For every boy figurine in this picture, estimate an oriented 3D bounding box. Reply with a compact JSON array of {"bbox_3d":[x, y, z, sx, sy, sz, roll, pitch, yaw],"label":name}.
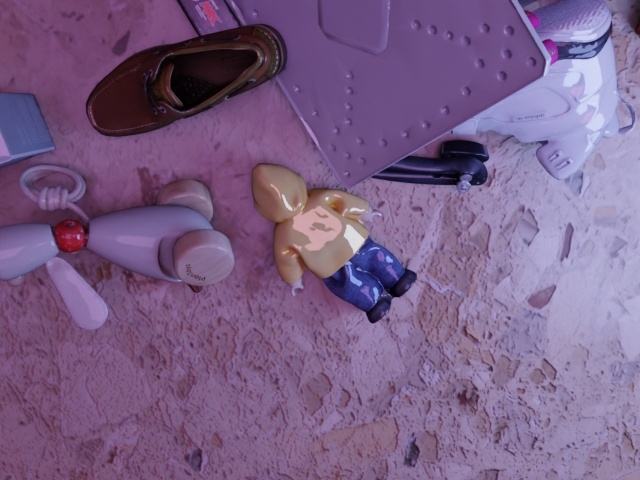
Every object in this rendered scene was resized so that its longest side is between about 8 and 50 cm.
[{"bbox_3d":[0.000,0.000,1.234,0.285,0.092,0.177,40,95,-8],"label":"boy figurine"}]

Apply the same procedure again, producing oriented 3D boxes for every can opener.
[{"bbox_3d":[0.158,-0.105,1.253,0.186,0.073,0.059,-3,138,-1],"label":"can opener"}]

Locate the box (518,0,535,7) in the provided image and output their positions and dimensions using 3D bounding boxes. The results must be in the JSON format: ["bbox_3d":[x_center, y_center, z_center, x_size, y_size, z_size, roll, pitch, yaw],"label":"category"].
[{"bbox_3d":[0.234,-0.412,1.069,0.231,0.262,0.126,12,84,-17],"label":"box"}]

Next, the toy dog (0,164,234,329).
[{"bbox_3d":[-0.282,0.025,1.186,0.334,0.220,0.161,6,130,2],"label":"toy dog"}]

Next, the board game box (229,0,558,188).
[{"bbox_3d":[0.055,-0.300,1.051,0.050,0.390,0.389,-33,93,-38],"label":"board game box"}]

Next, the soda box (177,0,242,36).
[{"bbox_3d":[-0.158,-0.322,1.188,0.060,0.053,0.168,-31,101,1],"label":"soda box"}]

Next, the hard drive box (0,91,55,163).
[{"bbox_3d":[-0.473,-0.125,1.106,0.181,0.232,0.089,-19,100,0],"label":"hard drive box"}]

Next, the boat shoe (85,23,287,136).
[{"bbox_3d":[-0.200,-0.217,1.140,0.307,0.104,0.110,-21,103,19],"label":"boat shoe"}]

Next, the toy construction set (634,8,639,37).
[{"bbox_3d":[0.486,-0.399,1.130,0.309,0.237,0.257,-19,100,-1],"label":"toy construction set"}]

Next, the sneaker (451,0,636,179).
[{"bbox_3d":[0.250,-0.173,1.181,0.366,0.137,0.210,-22,114,21],"label":"sneaker"}]
